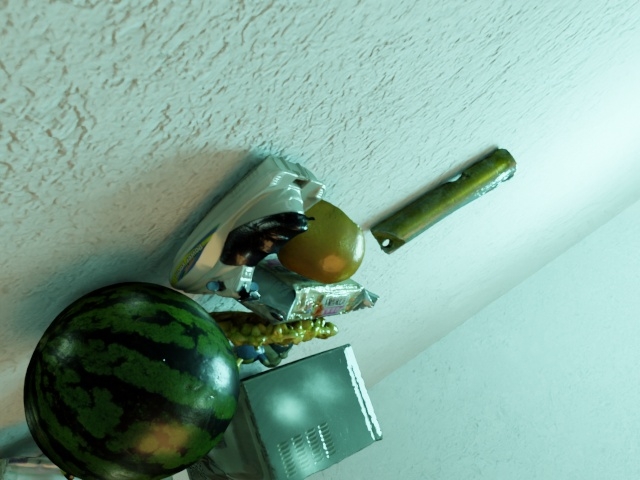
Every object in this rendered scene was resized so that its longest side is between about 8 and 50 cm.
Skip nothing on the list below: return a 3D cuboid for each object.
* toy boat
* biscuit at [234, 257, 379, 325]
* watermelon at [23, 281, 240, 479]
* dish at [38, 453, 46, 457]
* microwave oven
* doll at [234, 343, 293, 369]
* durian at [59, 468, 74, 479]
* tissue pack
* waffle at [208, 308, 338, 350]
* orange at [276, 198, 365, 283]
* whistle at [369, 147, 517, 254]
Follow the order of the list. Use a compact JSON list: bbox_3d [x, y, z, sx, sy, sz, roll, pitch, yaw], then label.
[{"bbox_3d":[-0.105,0.004,0.834,0.269,0.141,0.141,-53,151,16],"label":"toy boat"},{"bbox_3d":[-0.042,0.087,1.024,0.309,0.186,0.079,5,108,-54],"label":"biscuit"},{"bbox_3d":[-0.266,0.201,0.824,0.285,0.285,0.285,-26,157,-12],"label":"watermelon"},{"bbox_3d":[-0.561,0.534,1.389,0.236,0.086,0.228,-23,156,-19],"label":"dish"},{"bbox_3d":[-0.132,0.441,1.401,0.374,0.236,0.432,-11,167,-38],"label":"microwave oven"},{"bbox_3d":[-0.139,0.272,1.393,0.179,0.102,0.089,-20,116,-24],"label":"doll"},{"bbox_3d":[-0.376,0.286,1.073,0.132,0.106,0.375,32,101,-23],"label":"durian"},{"bbox_3d":[-0.510,0.526,1.195,0.344,0.125,0.242,20,146,-30],"label":"tissue pack"},{"bbox_3d":[-0.104,0.163,1.095,0.238,0.058,0.243,-1,176,37],"label":"waffle"},{"bbox_3d":[0.000,0.000,0.943,0.155,0.155,0.134,21,84,-62],"label":"orange"},{"bbox_3d":[0.254,-0.080,1.187,0.326,0.068,0.057,-32,166,-1],"label":"whistle"}]
